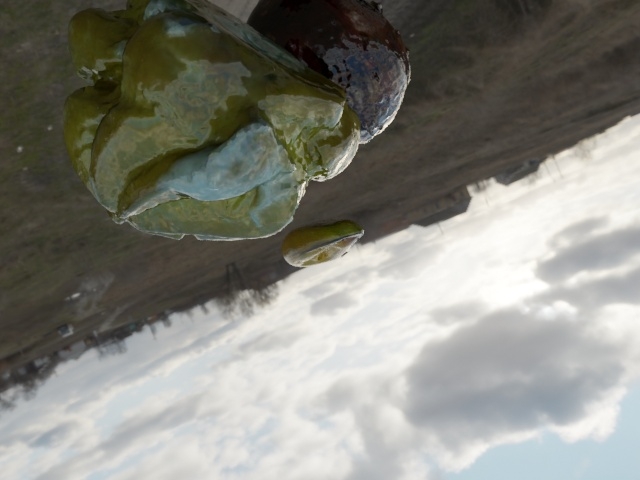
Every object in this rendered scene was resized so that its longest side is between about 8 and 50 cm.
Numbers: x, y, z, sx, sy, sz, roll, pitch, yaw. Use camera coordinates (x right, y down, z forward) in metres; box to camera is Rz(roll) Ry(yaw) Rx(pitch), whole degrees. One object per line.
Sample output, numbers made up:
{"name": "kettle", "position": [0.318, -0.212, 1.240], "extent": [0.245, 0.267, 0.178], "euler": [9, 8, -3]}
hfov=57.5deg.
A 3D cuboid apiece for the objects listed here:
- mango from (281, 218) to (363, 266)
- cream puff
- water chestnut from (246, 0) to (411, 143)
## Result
{"name": "mango", "position": [0.000, 0.000, 0.890], "extent": [0.101, 0.066, 0.187], "euler": [-4, 172, -29]}
{"name": "cream puff", "position": [-0.152, -0.138, 0.732], "extent": [0.275, 0.378, 0.378], "euler": [-58, 167, 20]}
{"name": "water chestnut", "position": [0.027, -0.347, 1.103], "extent": [0.302, 0.350, 0.350], "euler": [-44, -172, -20]}
